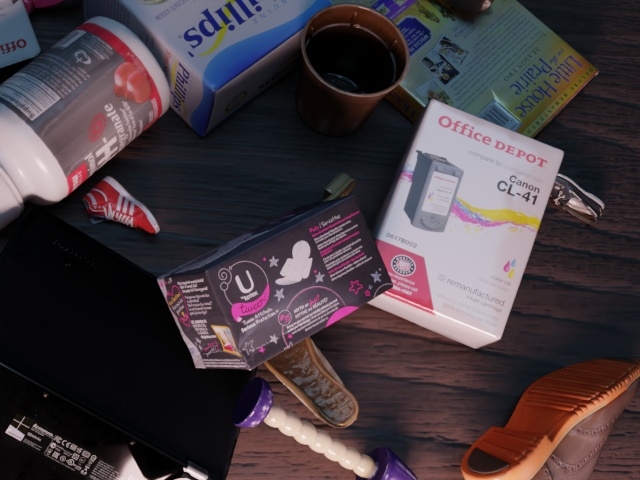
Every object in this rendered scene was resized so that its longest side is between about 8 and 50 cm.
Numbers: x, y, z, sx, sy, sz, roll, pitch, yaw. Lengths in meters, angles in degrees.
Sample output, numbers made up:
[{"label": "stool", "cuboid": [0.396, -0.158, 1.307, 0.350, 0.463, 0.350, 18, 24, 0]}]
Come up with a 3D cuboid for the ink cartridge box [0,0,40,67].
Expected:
[{"label": "ink cartridge box", "cuboid": [-0.528, -0.353, 1.490, 0.160, 0.093, 0.219, -23, 109, -22]}]

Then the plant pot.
[{"label": "plant pot", "cuboid": [0.037, -0.254, 1.592, 0.167, 0.165, 0.166, 5, 66, -10]}]

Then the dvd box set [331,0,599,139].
[{"label": "dvd box set", "cuboid": [0.223, -0.327, 1.727, 0.420, 0.062, 0.307, 42, 64, 8]}]

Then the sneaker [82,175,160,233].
[{"label": "sneaker", "cuboid": [-0.294, -0.037, 1.487, 0.118, 0.042, 0.067, 40, 60, 14]}]

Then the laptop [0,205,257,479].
[{"label": "laptop", "cuboid": [-0.322, 0.235, 1.320, 0.382, 0.236, 0.407, 33, 91, -14]}]

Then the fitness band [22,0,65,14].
[{"label": "fitness band", "cuboid": [-0.488, -0.469, 1.557, 0.291, 0.208, 0.054, 19, 19, -5]}]

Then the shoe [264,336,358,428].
[{"label": "shoe", "cuboid": [-0.029, 0.180, 1.448, 0.077, 0.058, 0.219, -37, 75, -11]}]

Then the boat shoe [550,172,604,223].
[{"label": "boat shoe", "cuboid": [0.404, -0.069, 1.664, 0.125, 0.046, 0.038, 32, 58, -7]}]

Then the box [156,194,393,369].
[{"label": "box", "cuboid": [-0.061, 0.053, 1.347, 0.247, 0.163, 0.142, -27, 99, -31]}]

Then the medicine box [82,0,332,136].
[{"label": "medicine box", "cuboid": [-0.178, -0.359, 1.599, 0.289, 0.149, 0.263, 44, 65, 9]}]

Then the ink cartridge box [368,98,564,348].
[{"label": "ink cartridge box", "cuboid": [0.200, -0.023, 1.516, 0.226, 0.131, 0.306, 22, 78, -1]}]

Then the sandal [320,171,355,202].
[{"label": "sandal", "cuboid": [0.001, -0.003, 1.516, 0.079, 0.088, 0.240, 34, 58, 10]}]

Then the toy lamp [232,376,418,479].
[{"label": "toy lamp", "cuboid": [0.013, 0.279, 1.365, 0.275, 0.080, 0.080, 31, 62, -19]}]

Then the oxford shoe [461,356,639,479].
[{"label": "oxford shoe", "cuboid": [0.347, 0.288, 1.470, 0.364, 0.130, 0.132, -30, 109, -30]}]

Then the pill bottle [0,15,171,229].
[{"label": "pill bottle", "cuboid": [-0.381, -0.162, 1.448, 0.176, 0.176, 0.318, 41, 64, 7]}]

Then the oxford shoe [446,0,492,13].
[{"label": "oxford shoe", "cuboid": [0.199, -0.450, 1.716, 0.212, 0.076, 0.076, 33, 32, 6]}]
